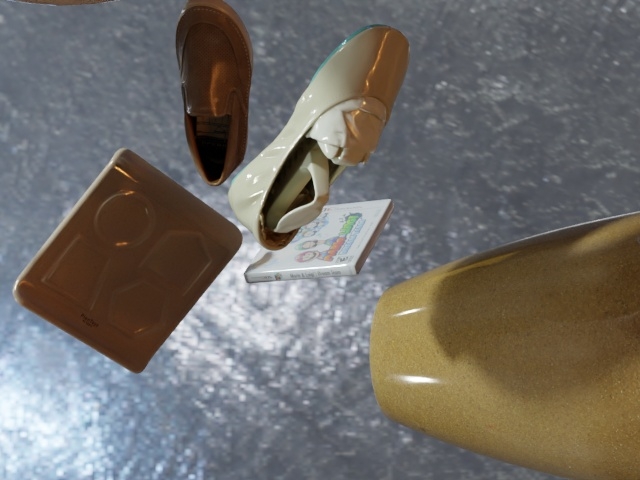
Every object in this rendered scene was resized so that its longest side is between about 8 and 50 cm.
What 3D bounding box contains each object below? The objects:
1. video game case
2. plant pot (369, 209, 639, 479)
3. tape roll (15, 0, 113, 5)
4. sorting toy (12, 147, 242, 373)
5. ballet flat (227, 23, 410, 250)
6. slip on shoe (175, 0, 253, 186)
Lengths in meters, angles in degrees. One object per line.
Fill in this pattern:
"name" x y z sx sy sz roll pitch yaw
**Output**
"video game case" 0.000 0.000 1.541 0.143 0.157 0.019 -5 119 24
"plant pot" 0.179 0.091 1.080 0.254 0.237 0.237 -2 81 23
"tape roll" -0.113 -0.314 0.735 0.392 0.392 0.072 -53 55 20
"sorting toy" -0.216 0.024 1.463 0.208 0.193 0.038 -53 32 0
"ballet flat" 0.005 -0.078 1.123 0.248 0.086 0.086 -49 55 39
"slip on shoe" -0.073 -0.098 0.871 0.051 0.041 0.135 8 130 6
